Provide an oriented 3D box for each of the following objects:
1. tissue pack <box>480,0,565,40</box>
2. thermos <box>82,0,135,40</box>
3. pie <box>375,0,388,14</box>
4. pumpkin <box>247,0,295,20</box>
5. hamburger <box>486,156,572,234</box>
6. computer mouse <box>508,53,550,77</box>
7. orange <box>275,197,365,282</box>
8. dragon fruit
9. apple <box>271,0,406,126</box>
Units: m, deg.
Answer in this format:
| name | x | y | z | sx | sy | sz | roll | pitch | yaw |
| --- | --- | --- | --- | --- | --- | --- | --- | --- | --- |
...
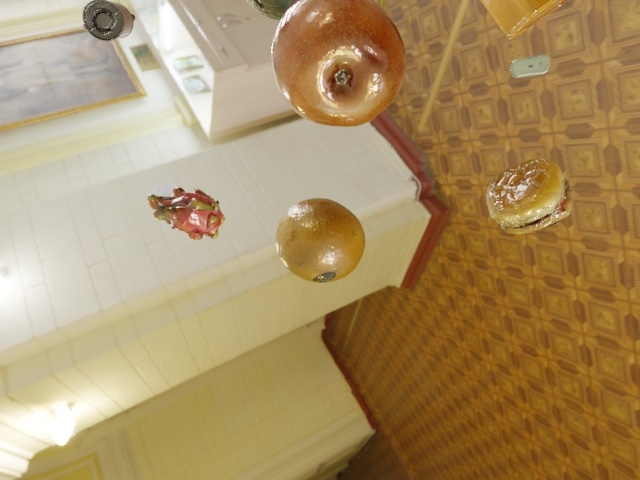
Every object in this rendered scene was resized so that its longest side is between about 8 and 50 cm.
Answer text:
| name | x | y | z | sx | sy | sz | roll | pitch | yaw |
| --- | --- | --- | --- | --- | --- | --- | --- | --- | --- |
| tissue pack | 0.547 | -0.740 | 1.249 | 0.274 | 0.195 | 0.145 | 54 | 175 | -1 |
| thermos | -0.669 | -0.689 | 1.445 | 0.110 | 0.136 | 0.330 | 41 | -170 | -28 |
| pie | 0.141 | -0.838 | 1.747 | 0.181 | 0.417 | 0.395 | 23 | 158 | 21 |
| pumpkin | -0.114 | -0.730 | 1.146 | 0.327 | 0.258 | 0.291 | 58 | -163 | -67 |
| hamburger | 0.617 | -0.134 | 1.358 | 0.163 | 0.244 | 0.244 | 35 | 179 | -31 |
| computer mouse | 0.588 | -0.491 | 1.286 | 0.032 | 0.111 | 0.055 | -37 | -60 | -74 |
| orange | 0.000 | 0.000 | 1.399 | 0.274 | 0.275 | 0.274 | 53 | 157 | 36 |
| dragon fruit | -0.363 | -0.079 | 1.224 | 0.150 | 0.208 | 0.133 | 6 | 77 | 60 |
| apple | 0.028 | -0.264 | 0.676 | 0.162 | 0.202 | 0.201 | -105 | 7 | -47 |
